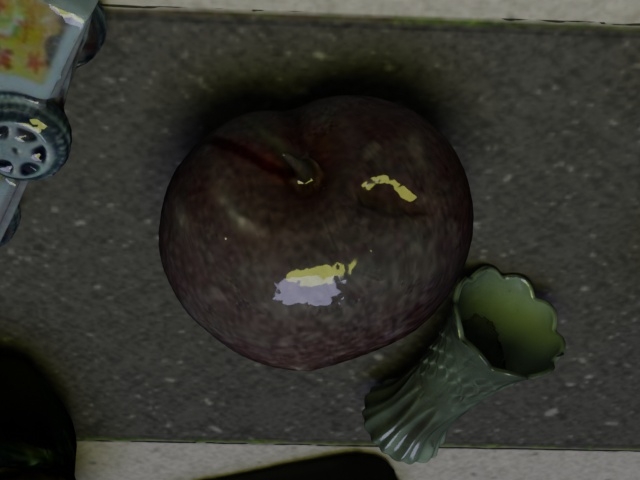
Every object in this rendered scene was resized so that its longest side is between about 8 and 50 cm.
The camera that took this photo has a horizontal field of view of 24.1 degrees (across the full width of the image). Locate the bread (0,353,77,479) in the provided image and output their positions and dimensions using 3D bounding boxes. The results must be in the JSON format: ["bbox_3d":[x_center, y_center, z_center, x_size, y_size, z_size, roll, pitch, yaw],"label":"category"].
[{"bbox_3d":[-0.339,0.197,0.996,0.376,0.208,0.251,-1,144,-5],"label":"bread"}]

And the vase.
[{"bbox_3d":[0.083,0.088,0.968,0.081,0.081,0.149,18,140,-20],"label":"vase"}]

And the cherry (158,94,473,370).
[{"bbox_3d":[-0.003,0.002,0.813,0.176,0.140,0.176,-11,149,-7],"label":"cherry"}]

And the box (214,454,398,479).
[{"bbox_3d":[0.003,0.295,1.219,0.211,0.058,0.350,-11,138,15],"label":"box"}]

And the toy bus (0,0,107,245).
[{"bbox_3d":[-0.206,-0.052,0.775,0.136,0.109,0.330,24,134,-13],"label":"toy bus"}]
